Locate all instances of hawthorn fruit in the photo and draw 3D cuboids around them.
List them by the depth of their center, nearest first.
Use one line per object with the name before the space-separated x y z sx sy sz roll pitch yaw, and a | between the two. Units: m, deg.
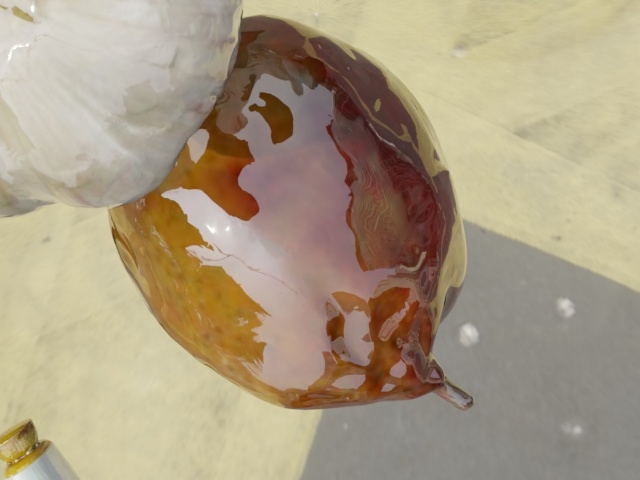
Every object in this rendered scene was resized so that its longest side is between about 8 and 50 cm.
hawthorn fruit | 0.000 0.000 0.853 0.208 0.208 0.248 -44 73 6

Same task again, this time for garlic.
garlic | -0.120 -0.120 0.673 0.219 0.212 0.218 2 103 10

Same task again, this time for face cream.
face cream | -0.238 0.250 1.401 0.051 0.072 0.182 -29 102 19
